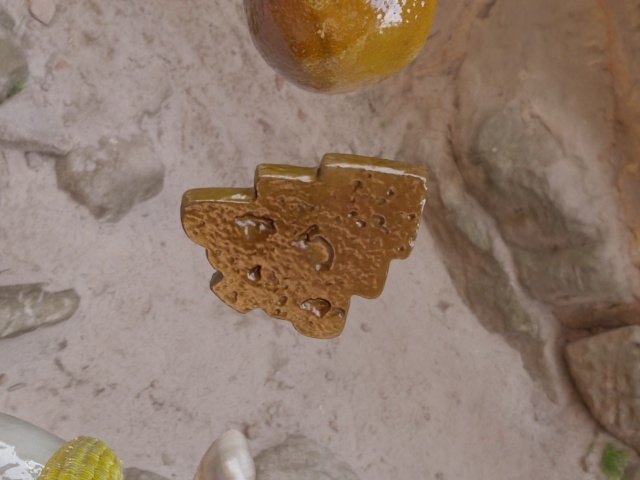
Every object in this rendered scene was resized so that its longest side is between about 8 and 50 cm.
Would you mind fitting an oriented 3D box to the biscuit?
[{"bbox_3d":[0.000,-0.001,0.741,0.278,0.301,0.043,50,24,-30],"label":"biscuit"}]

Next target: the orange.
[{"bbox_3d":[0.027,-0.311,0.813,0.264,0.264,0.264,16,64,-36],"label":"orange"}]

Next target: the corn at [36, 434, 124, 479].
[{"bbox_3d":[-0.208,0.229,0.542,0.085,0.165,0.063,30,90,-13],"label":"corn"}]

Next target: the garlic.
[{"bbox_3d":[-0.128,0.369,0.909,0.099,0.124,0.175,-2,56,-21],"label":"garlic"}]

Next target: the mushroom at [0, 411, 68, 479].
[{"bbox_3d":[-0.454,0.288,0.800,0.396,0.177,0.126,10,32,-6],"label":"mushroom"}]
